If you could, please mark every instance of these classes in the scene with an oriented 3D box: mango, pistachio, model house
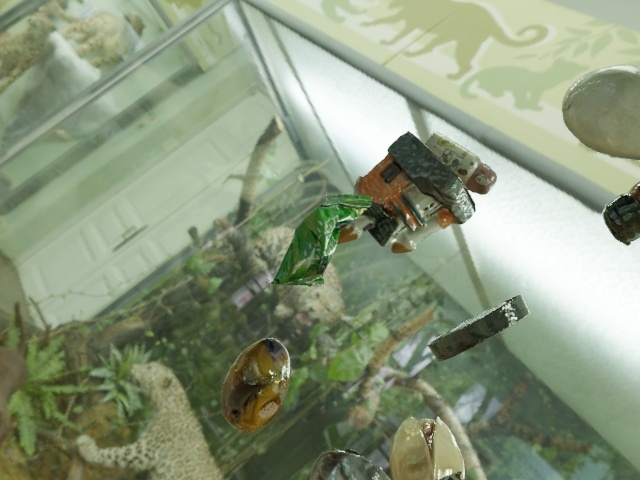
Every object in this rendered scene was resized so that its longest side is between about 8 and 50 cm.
[{"bbox_3d":[-0.166,0.383,1.728,0.152,0.201,0.287,52,-49,34],"label":"mango"},{"bbox_3d":[0.313,0.650,1.958,0.230,0.230,0.309,54,18,-19],"label":"pistachio"},{"bbox_3d":[0.173,-0.061,1.507,0.190,0.301,0.271,54,6,21],"label":"model house"}]

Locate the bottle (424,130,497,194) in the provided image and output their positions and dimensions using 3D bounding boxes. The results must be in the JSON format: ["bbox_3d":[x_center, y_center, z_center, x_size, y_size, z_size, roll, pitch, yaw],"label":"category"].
[{"bbox_3d":[0.442,-0.238,2.112,0.253,0.120,0.120,34,-11,13],"label":"bottle"}]

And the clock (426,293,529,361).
[{"bbox_3d":[0.470,0.262,1.979,0.066,0.319,0.319,62,-5,9],"label":"clock"}]

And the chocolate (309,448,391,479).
[{"bbox_3d":[0.077,0.865,2.194,0.303,0.213,0.303,16,-50,20],"label":"chocolate"}]

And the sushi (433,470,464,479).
[{"bbox_3d":[0.220,0.500,1.207,0.026,0.126,0.120,31,37,-78],"label":"sushi"}]

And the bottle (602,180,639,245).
[{"bbox_3d":[0.823,-0.104,1.524,0.144,0.336,0.144,53,17,-23],"label":"bottle"}]

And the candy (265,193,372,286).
[{"bbox_3d":[-0.004,-0.002,1.130,0.078,0.203,0.141,40,26,14],"label":"candy"}]

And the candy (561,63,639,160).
[{"bbox_3d":[0.712,-0.301,1.536,0.295,0.295,0.185,47,-29,38],"label":"candy"}]
